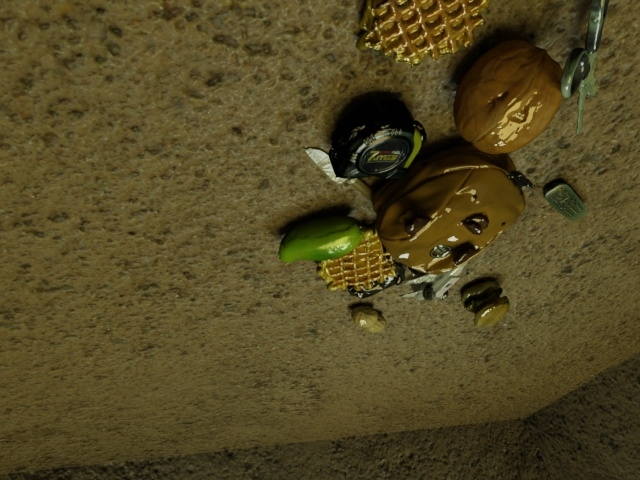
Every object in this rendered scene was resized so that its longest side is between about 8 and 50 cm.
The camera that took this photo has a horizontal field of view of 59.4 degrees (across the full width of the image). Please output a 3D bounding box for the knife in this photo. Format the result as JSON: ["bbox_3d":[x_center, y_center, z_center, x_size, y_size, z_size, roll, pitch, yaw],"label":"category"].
[{"bbox_3d":[0.056,-0.149,1.335,0.047,0.017,0.298,-28,145,25],"label":"knife"}]

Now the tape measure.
[{"bbox_3d":[0.126,-0.215,1.187,0.199,0.112,0.186,-6,153,-24],"label":"tape measure"}]

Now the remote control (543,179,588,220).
[{"bbox_3d":[0.712,-0.113,1.623,0.072,0.042,0.222,-36,140,27],"label":"remote control"}]

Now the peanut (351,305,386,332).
[{"bbox_3d":[0.170,0.275,1.942,0.082,0.082,0.187,-26,145,16],"label":"peanut"}]

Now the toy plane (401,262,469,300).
[{"bbox_3d":[0.382,0.122,1.781,0.251,0.101,0.255,3,144,-45],"label":"toy plane"}]

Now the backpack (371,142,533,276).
[{"bbox_3d":[0.317,-0.074,1.377,0.378,0.201,0.353,-40,137,24],"label":"backpack"}]

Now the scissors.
[{"bbox_3d":[0.539,-0.337,1.139,0.029,0.256,0.383,19,172,27],"label":"scissors"}]

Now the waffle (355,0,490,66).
[{"bbox_3d":[0.187,-0.409,0.986,0.237,0.059,0.243,-4,147,-22],"label":"waffle"}]

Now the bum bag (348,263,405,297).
[{"bbox_3d":[0.183,0.139,1.774,0.197,0.049,0.087,-28,139,19],"label":"bum bag"}]

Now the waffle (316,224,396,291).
[{"bbox_3d":[0.126,0.053,1.617,0.283,0.065,0.309,17,137,-37],"label":"waffle"}]

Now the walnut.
[{"bbox_3d":[0.370,-0.283,1.119,0.193,0.193,0.226,6,129,-28],"label":"walnut"}]

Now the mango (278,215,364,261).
[{"bbox_3d":[0.000,0.000,1.447,0.232,0.111,0.125,-20,142,10],"label":"mango"}]

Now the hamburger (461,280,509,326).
[{"bbox_3d":[0.587,0.215,1.980,0.184,0.131,0.159,4,134,-37],"label":"hamburger"}]
